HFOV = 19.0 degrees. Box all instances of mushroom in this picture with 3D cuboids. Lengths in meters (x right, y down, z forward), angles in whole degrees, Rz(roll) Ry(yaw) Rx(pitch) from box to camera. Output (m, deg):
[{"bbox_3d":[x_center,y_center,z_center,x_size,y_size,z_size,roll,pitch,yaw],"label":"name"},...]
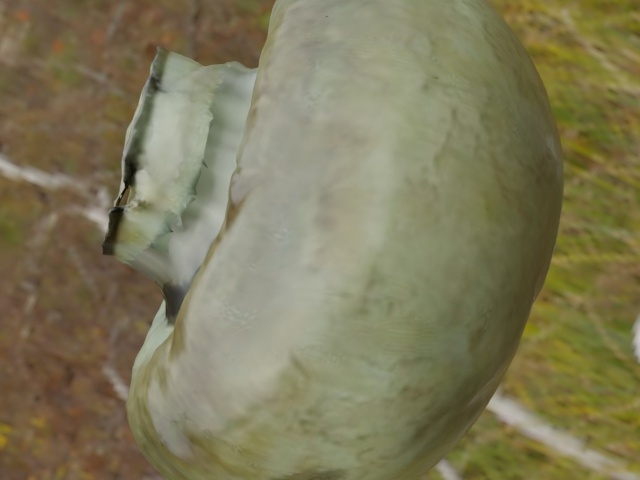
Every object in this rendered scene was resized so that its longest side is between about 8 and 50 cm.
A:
[{"bbox_3d":[0.000,0.000,1.133,0.352,0.260,0.352,-161,90,-84],"label":"mushroom"}]
